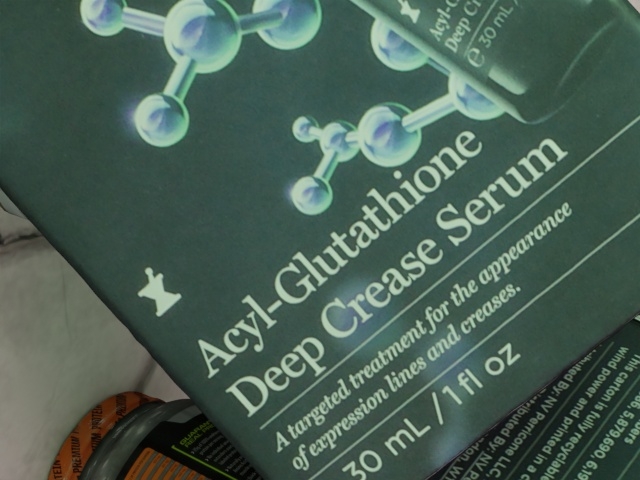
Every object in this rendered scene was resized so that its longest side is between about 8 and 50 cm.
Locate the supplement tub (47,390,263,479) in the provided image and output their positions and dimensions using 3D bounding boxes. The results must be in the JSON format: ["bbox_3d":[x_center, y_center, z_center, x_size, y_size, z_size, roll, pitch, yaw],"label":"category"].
[{"bbox_3d":[-0.063,0.252,1.159,0.193,0.316,0.193,-38,140,-41],"label":"supplement tub"}]

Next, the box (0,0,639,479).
[{"bbox_3d":[-0.001,-0.093,0.768,0.293,0.395,0.212,-41,-176,13],"label":"box"}]

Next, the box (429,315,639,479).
[{"bbox_3d":[0.271,0.345,0.963,0.297,0.472,0.480,-47,146,-31],"label":"box"}]

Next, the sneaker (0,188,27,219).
[{"bbox_3d":[-0.132,-0.130,0.952,0.099,0.153,0.282,-16,122,-55],"label":"sneaker"}]
